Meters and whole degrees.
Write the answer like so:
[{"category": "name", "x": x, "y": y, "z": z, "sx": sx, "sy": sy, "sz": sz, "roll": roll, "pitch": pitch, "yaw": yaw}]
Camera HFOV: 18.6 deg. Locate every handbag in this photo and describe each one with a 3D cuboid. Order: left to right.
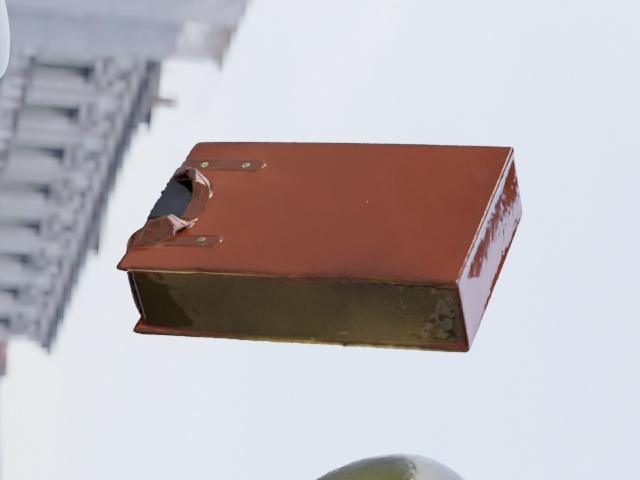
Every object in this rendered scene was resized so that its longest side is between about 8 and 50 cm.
[{"category": "handbag", "x": 0.000, "y": 0.000, "z": 1.030, "sx": 0.127, "sy": 0.190, "sz": 0.063, "roll": -64, "pitch": 150, "yaw": -50}]

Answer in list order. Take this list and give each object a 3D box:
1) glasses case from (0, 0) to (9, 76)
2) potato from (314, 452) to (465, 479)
[{"category": "glasses case", "x": -0.252, "y": -0.201, "z": 1.229, "sx": 0.092, "sy": 0.059, "sz": 0.233, "roll": -100, "pitch": 173, "yaw": -53}, {"category": "potato", "x": 0.022, "y": 0.243, "z": 1.353, "sx": 0.159, "sy": 0.174, "sz": 0.251, "roll": 63, "pitch": -30, "yaw": 9}]
